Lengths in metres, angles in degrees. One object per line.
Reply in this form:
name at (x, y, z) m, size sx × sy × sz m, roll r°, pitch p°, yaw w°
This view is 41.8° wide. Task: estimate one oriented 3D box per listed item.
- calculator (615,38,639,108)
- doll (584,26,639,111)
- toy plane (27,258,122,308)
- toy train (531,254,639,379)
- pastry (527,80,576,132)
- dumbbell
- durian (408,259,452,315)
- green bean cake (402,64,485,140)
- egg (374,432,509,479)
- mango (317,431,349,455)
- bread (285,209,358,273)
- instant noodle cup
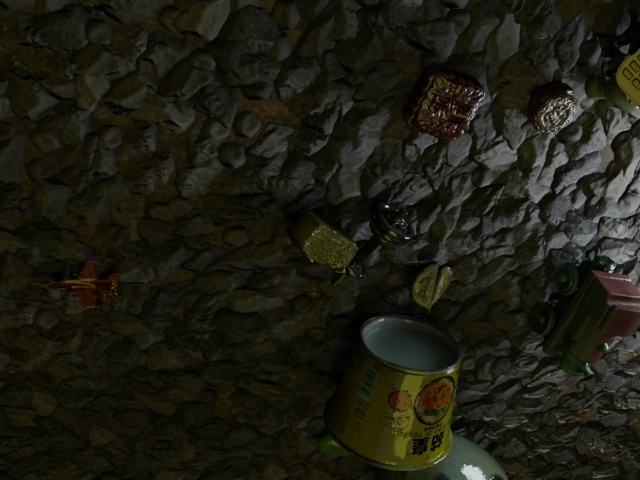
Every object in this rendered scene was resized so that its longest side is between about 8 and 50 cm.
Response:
calculator at (0.682, -0.354, 1.623) m, size 0.157 × 0.033 × 0.236 m, roll 40°, pitch 106°, yaw -18°
doll at (0.672, -0.361, 1.688) m, size 0.155 × 0.113 × 0.275 m, roll 35°, pitch 112°, yaw -25°
toy plane at (-0.519, 0.089, 1.776) m, size 0.188 × 0.062 × 0.135 m, roll 9°, pitch 125°, yaw -3°
toy train at (0.643, 0.192, 2.028) m, size 0.150 × 0.221 × 0.304 m, roll 6°, pitch 125°, yaw -21°
pastry at (0.481, -0.278, 1.743) m, size 0.097 × 0.057 × 0.109 m, roll 23°, pitch 120°, yaw -34°
dumbbell at (0.106, 0.018, 1.847) m, size 0.110 × 0.110 × 0.254 m, roll 25°, pitch 123°, yaw -28°
durian at (0.248, 0.104, 1.961) m, size 0.110 × 0.071 × 0.140 m, roll -4°, pitch 114°, yaw -17°
green bean cake at (0.249, -0.274, 1.687) m, size 0.135 × 0.056 × 0.135 m, roll 14°, pitch 122°, yaw -21°
egg at (0.329, 0.687, 2.249) m, size 0.345 × 0.345 × 0.428 m, roll -35°, pitch 112°, yaw 13°
mango at (0.045, 0.543, 2.249) m, size 0.108 × 0.056 × 0.073 m, roll -2°, pitch 121°, yaw -9°
bread at (-0.001, -0.004, 1.788) m, size 0.156 × 0.125 × 0.086 m, roll 30°, pitch 106°, yaw -32°
instant noodle cup at (0.185, 0.344, 1.993) m, size 0.325 × 0.325 × 0.254 m, roll 3°, pitch 116°, yaw -16°
